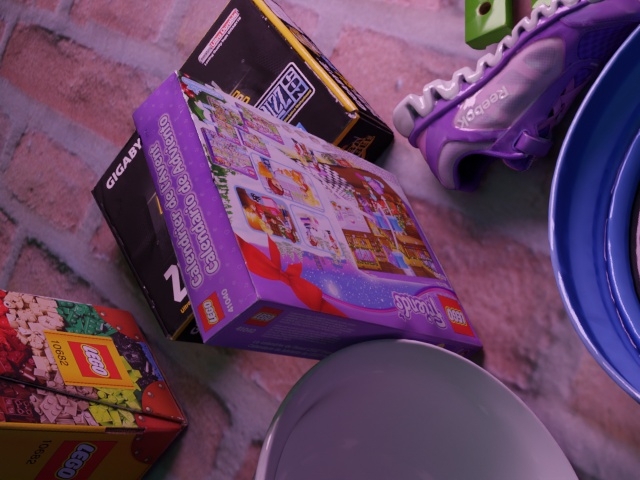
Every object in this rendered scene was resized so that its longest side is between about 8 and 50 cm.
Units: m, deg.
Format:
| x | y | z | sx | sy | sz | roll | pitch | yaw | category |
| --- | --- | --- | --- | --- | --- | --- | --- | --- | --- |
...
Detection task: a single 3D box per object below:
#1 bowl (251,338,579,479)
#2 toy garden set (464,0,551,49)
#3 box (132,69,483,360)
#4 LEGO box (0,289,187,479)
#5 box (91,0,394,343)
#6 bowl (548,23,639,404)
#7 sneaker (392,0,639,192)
| x | y | z | sx | sy | sz | roll | pitch | yaw | category |
| --- | --- | --- | --- | --- | --- | --- | --- | --- | --- |
| 0.056 | 0.232 | 0.576 | 0.134 | 0.298 | 0.298 | -44 | 53 | 43 | bowl |
| 0.239 | -0.289 | 0.694 | 0.244 | 0.049 | 0.204 | -15 | 63 | 42 | toy garden set |
| 0.000 | 0.000 | 0.650 | 0.057 | 0.293 | 0.201 | -39 | 57 | 25 | box |
| -0.454 | 0.292 | 0.892 | 0.500 | 0.372 | 0.193 | -50 | 53 | 17 | LEGO box |
| -0.103 | -0.083 | 0.900 | 0.322 | 0.079 | 0.257 | -49 | 55 | 19 | box |
| 0.327 | -0.044 | 0.476 | 0.391 | 0.077 | 0.391 | -29 | 44 | 33 | bowl |
| 0.175 | -0.117 | 0.680 | 0.236 | 0.095 | 0.104 | -32 | 67 | 34 | sneaker |
